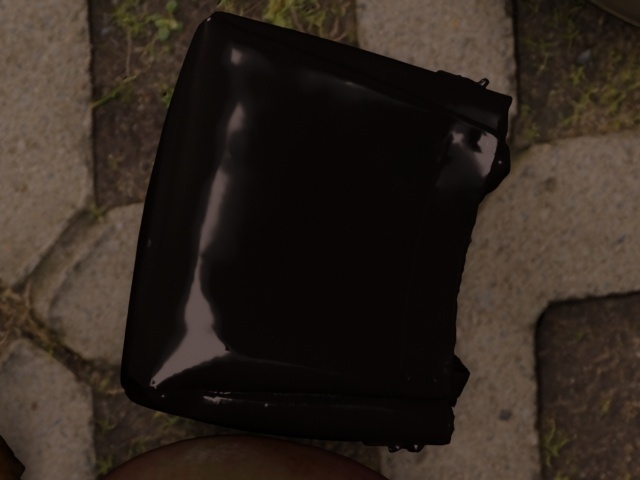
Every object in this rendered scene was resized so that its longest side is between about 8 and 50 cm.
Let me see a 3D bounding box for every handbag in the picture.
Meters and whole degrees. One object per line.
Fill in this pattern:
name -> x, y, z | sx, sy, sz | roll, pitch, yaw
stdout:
handbag -> 0.000, 0.000, 0.888 | 0.257, 0.113, 0.285 | 12, 81, -6

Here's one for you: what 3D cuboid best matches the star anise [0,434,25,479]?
star anise -> -0.262, 0.264, 0.837 | 0.148, 0.237, 0.346 | -1, 94, -34

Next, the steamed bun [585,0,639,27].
steamed bun -> 0.281, -0.310, 0.806 | 0.374, 0.334, 0.334 | -42, 89, -7

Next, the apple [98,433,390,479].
apple -> -0.041, 0.269, 0.812 | 0.306, 0.235, 0.305 | 0, 92, -2
